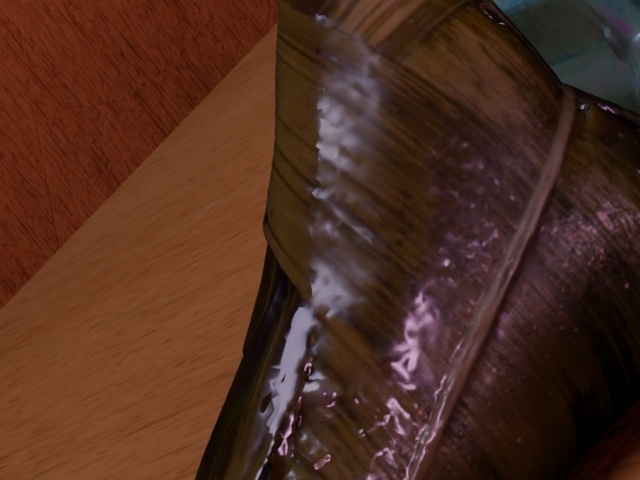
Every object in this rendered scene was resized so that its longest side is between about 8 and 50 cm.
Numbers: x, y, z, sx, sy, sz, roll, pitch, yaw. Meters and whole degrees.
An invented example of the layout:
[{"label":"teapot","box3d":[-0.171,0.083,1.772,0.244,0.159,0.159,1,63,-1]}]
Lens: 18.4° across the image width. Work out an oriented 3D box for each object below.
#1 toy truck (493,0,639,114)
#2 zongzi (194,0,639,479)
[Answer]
[{"label":"toy truck","box3d":[0.173,-0.090,0.961,0.155,0.156,0.279,-45,13,-24]},{"label":"zongzi","box3d":[0.000,0.000,0.824,0.286,0.288,0.134,-44,8,-22]}]
